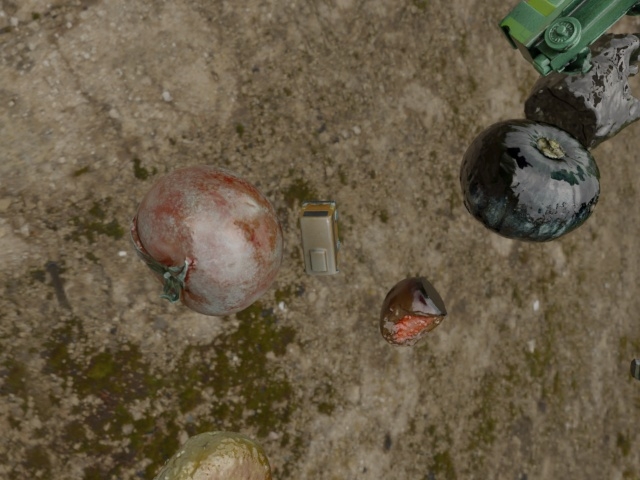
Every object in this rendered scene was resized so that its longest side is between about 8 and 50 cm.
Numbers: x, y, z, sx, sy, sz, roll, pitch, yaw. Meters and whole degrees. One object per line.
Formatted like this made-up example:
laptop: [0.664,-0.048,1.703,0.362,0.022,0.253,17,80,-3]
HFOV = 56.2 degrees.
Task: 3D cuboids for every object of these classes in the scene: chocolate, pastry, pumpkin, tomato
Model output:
chocolate: [0.171,0.143,1.161,0.124,0.133,0.127,53,16,-9]
pastry: [-0.242,0.578,1.316,0.330,0.136,0.329,-14,111,-42]
pumpkin: [0.348,-0.104,1.007,0.233,0.233,0.163,-44,160,-37]
tomato: [-0.230,0.004,1.227,0.282,0.317,0.316,-44,118,-25]

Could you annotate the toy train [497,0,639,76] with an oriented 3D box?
toy train: [0.352,-0.317,0.804,0.083,0.200,0.132,31,22,-49]

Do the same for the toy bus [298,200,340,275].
toy bus: [0.000,0.000,1.492,0.103,0.091,0.182,-74,162,-58]

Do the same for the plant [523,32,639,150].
plant: [0.561,-0.310,1.244,0.276,0.199,0.188,-46,111,-22]

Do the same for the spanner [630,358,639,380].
spanner: [0.796,0.359,1.348,0.024,0.316,0.087,11,117,-10]
